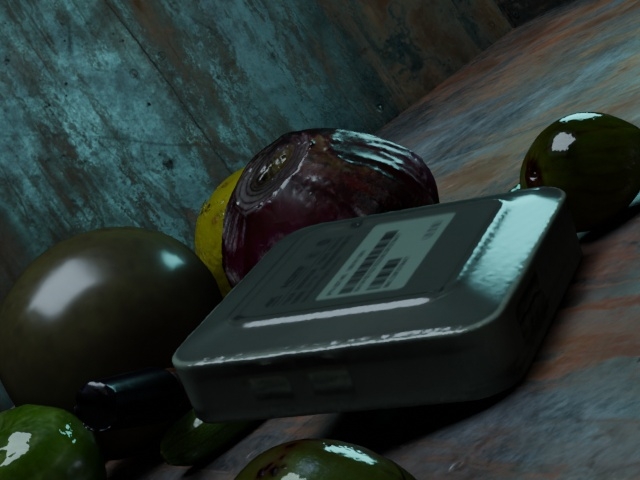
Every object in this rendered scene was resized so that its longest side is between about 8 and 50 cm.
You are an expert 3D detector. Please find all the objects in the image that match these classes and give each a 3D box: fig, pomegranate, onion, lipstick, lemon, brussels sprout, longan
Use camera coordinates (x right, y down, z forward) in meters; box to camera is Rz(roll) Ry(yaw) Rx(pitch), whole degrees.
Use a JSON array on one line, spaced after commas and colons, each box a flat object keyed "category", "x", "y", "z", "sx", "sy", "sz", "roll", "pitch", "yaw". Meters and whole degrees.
[{"category": "fig", "x": 0.379, "y": -0.091, "z": 1.910, "sx": 0.259, "sy": 0.151, "sz": 0.151, "roll": -8, "pitch": 0, "yaw": -18}, {"category": "pomegranate", "x": 0.007, "y": 0.257, "z": 1.180, "sx": 0.179, "sy": 0.210, "sz": 0.179, "roll": 2, "pitch": 3, "yaw": 0}, {"category": "onion", "x": 0.000, "y": 0.000, "z": 2.235, "sx": 0.337, "sy": 0.282, "sz": 0.260, "roll": -10, "pitch": 42, "yaw": 33}, {"category": "lipstick", "x": -0.197, "y": 0.206, "z": 2.099, "sx": 0.077, "sy": 0.077, "sz": 0.418, "roll": -31, "pitch": -12, "yaw": 21}, {"category": "lemon", "x": -0.076, "y": -0.006, "z": 2.550, "sx": 0.258, "sy": 0.258, "sz": 0.310, "roll": -42, "pitch": -3, "yaw": -42}, {"category": "brussels sprout", "x": -0.407, "y": 0.343, "z": 2.114, "sx": 0.244, "sy": 0.244, "sz": 0.244, "roll": -34, "pitch": 8, "yaw": 6}, {"category": "longan", "x": -0.310, "y": 0.150, "z": 2.311, "sx": 0.361, "sy": 0.361, "sz": 0.361, "roll": -34, "pitch": 8, "yaw": 6}]

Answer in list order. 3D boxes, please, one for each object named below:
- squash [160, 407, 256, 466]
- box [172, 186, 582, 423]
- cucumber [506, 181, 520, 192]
[{"category": "squash", "x": -0.122, "y": 0.230, "z": 2.073, "sx": 0.219, "sy": 0.068, "sz": 0.077, "roll": -37, "pitch": 0, "yaw": -17}, {"category": "box", "x": 0.072, "y": 0.067, "z": 1.748, "sx": 0.397, "sy": 0.111, "sz": 0.396, "roll": -9, "pitch": 19, "yaw": 24}, {"category": "cucumber", "x": 0.295, "y": -0.065, "z": 2.247, "sx": 0.155, "sy": 0.037, "sz": 0.037, "roll": -39, "pitch": 9, "yaw": -37}]
